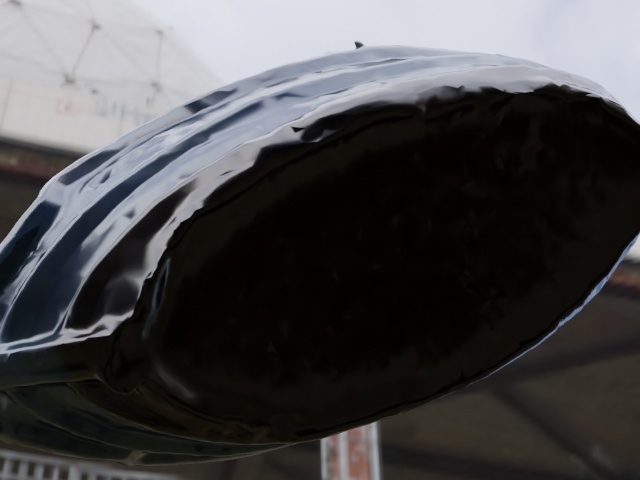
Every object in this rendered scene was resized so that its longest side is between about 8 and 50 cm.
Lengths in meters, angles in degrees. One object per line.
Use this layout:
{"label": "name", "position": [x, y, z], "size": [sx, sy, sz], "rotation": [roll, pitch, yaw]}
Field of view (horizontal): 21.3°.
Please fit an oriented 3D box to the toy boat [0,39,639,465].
{"label": "toy boat", "position": [0.000, 0.000, 0.607], "size": [0.309, 0.142, 0.129], "rotation": [-20, -78, -32]}
